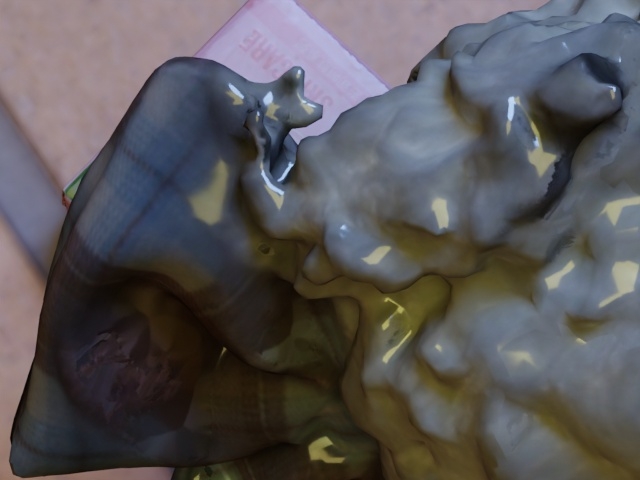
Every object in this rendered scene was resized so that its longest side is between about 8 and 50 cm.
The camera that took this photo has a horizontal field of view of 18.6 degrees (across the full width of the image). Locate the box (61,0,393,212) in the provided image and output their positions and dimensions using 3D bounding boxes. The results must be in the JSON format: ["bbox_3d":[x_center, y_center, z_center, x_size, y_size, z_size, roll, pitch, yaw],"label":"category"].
[{"bbox_3d":[0.000,0.000,0.560,0.125,0.043,0.089,42,80,1],"label":"box"}]

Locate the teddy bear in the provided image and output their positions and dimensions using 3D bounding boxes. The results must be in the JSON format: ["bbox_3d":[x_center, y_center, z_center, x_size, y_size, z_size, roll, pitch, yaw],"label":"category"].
[{"bbox_3d":[0.166,-0.039,0.492,0.362,0.327,0.375,7,48,31],"label":"teddy bear"}]
